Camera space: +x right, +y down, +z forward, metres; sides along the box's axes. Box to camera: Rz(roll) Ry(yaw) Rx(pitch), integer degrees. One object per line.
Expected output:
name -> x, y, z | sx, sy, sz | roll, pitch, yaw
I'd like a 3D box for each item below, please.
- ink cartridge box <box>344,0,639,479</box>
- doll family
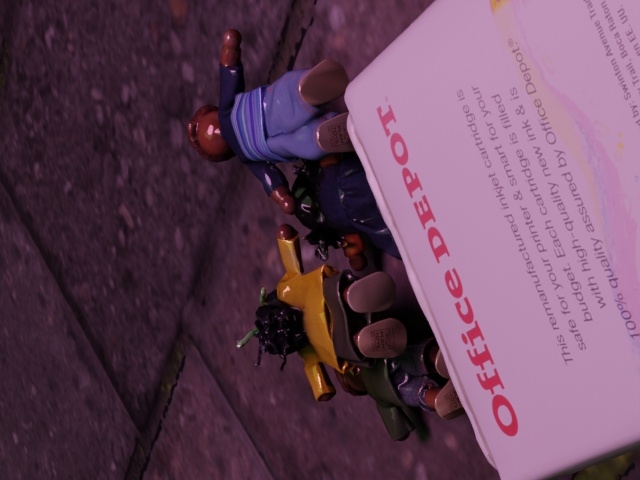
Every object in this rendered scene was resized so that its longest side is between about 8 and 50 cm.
ink cartridge box -> 0.110, -0.027, 0.466 | 0.212, 0.093, 0.154 | -38, 71, 56
doll family -> 0.000, 0.000, 0.685 | 0.111, 0.076, 0.193 | -1, 98, 63
